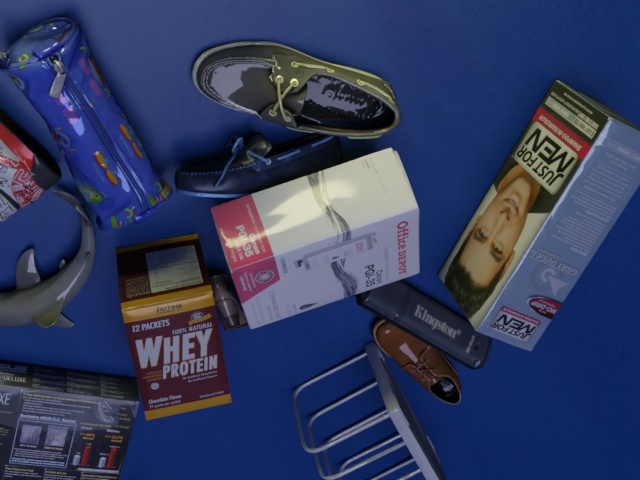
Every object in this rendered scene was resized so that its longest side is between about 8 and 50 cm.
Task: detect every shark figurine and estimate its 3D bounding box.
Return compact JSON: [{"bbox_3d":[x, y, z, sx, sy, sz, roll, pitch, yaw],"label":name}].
[{"bbox_3d":[-0.386,0.066,1.504,0.166,0.116,0.278,36,109,-28],"label":"shark figurine"}]

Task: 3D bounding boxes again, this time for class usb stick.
[{"bbox_3d":[0.173,0.129,1.705,0.278,0.045,0.077,31,63,-25],"label":"usb stick"}]

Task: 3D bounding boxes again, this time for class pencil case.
[{"bbox_3d":[-0.318,-0.154,1.410,0.119,0.133,0.306,-33,120,-11],"label":"pencil case"}]

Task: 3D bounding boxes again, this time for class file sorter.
[{"bbox_3d":[0.089,0.355,1.726,0.173,0.193,0.277,-27,119,4],"label":"file sorter"}]

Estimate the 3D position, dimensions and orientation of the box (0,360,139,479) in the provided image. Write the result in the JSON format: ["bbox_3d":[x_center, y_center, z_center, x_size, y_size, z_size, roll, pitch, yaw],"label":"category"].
[{"bbox_3d":[-0.464,0.318,1.635,0.307,0.076,0.242,10,113,-18],"label":"box"}]

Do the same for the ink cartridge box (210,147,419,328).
[{"bbox_3d":[0.000,0.000,1.524,0.283,0.117,0.207,-18,151,-5],"label":"ink cartridge box"}]

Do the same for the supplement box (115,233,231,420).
[{"bbox_3d":[-0.220,0.125,1.533,0.129,0.194,0.191,-11,117,-8],"label":"supplement box"}]

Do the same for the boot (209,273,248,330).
[{"bbox_3d":[-0.145,0.095,1.615,0.042,0.118,0.087,-19,83,-4],"label":"boot"}]

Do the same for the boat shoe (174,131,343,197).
[{"bbox_3d":[-0.093,-0.120,1.513,0.258,0.109,0.089,-11,112,-27],"label":"boat shoe"}]

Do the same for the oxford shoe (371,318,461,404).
[{"bbox_3d":[0.171,0.202,1.736,0.076,0.076,0.212,-44,115,11],"label":"oxford shoe"}]

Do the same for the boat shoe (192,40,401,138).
[{"bbox_3d":[-0.029,-0.212,1.474,0.305,0.091,0.109,8,113,-17],"label":"boat shoe"}]

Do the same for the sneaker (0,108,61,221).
[{"bbox_3d":[-0.494,-0.135,1.398,0.145,0.090,0.270,-38,121,4],"label":"sneaker"}]

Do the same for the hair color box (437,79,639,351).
[{"bbox_3d":[0.345,-0.039,1.596,0.114,0.185,0.374,21,109,-22],"label":"hair color box"}]
